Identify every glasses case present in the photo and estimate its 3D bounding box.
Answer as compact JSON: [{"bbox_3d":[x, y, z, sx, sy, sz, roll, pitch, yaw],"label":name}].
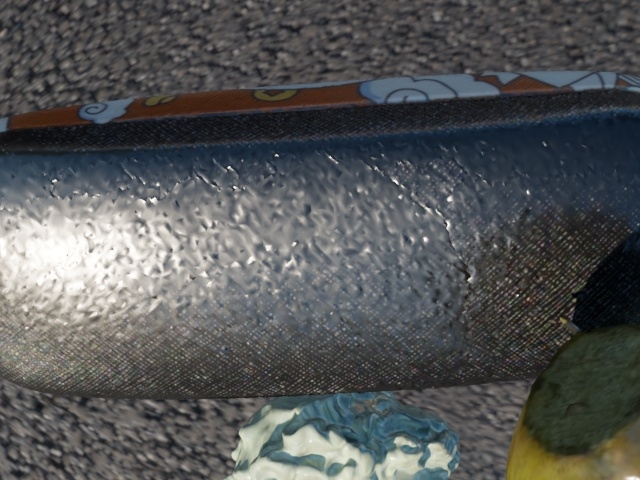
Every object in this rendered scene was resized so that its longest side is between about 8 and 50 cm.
[{"bbox_3d":[0.000,0.000,0.472,0.266,0.067,0.103,-3,122,3],"label":"glasses case"}]

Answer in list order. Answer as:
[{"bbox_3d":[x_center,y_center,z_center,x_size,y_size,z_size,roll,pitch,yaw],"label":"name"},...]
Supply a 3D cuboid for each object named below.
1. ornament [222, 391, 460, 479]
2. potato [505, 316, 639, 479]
[{"bbox_3d":[-0.018,0.217,0.806,0.130,0.120,0.285,21,85,-11],"label":"ornament"},{"bbox_3d":[0.106,0.138,0.396,0.113,0.149,0.251,-21,69,21],"label":"potato"}]
